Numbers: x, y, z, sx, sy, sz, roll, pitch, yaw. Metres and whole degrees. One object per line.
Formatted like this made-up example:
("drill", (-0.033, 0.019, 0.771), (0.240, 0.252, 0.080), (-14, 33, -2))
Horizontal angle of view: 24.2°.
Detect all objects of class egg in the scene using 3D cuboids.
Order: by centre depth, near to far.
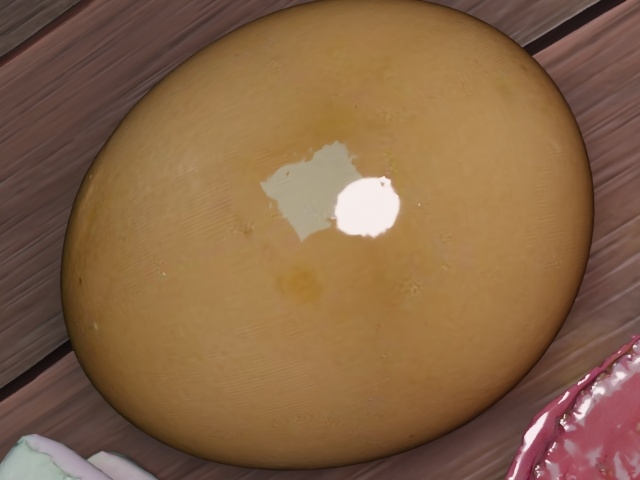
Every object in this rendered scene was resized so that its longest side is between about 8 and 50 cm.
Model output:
("egg", (0.000, 0.000, 0.995), (0.374, 0.301, 0.301), (-23, 65, 29))

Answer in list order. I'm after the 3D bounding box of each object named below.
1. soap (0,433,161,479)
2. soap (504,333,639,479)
("soap", (-0.076, 0.350, 0.996), (0.446, 0.156, 0.261), (30, 86, 28))
("soap", (0.233, 0.153, 0.951), (0.289, 0.112, 0.182), (-40, 65, 6))
